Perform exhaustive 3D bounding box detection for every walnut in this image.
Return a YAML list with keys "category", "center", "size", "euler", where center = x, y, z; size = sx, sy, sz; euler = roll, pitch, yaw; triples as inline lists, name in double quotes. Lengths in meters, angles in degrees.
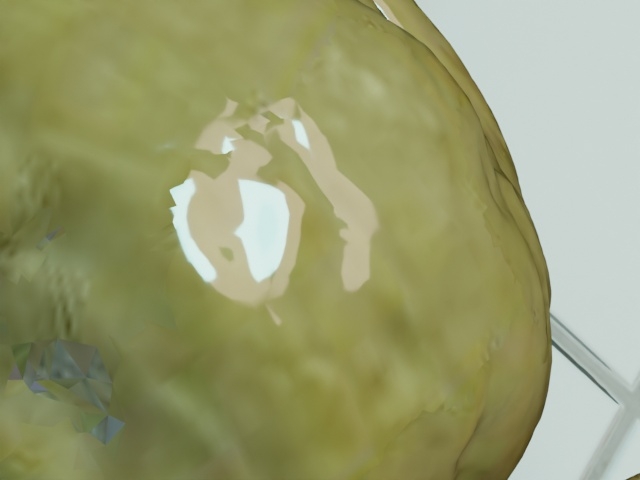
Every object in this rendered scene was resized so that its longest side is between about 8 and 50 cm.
- category: "walnut"
  center: [-0.083, 0.008, 0.814]
  size: [0.383, 0.383, 0.384]
  euler: [9, 69, -26]

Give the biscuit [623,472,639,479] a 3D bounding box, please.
- category: "biscuit"
  center: [0.044, 0.213, 0.810]
  size: [0.455, 0.350, 0.078]
  euler: [-9, 60, -41]
